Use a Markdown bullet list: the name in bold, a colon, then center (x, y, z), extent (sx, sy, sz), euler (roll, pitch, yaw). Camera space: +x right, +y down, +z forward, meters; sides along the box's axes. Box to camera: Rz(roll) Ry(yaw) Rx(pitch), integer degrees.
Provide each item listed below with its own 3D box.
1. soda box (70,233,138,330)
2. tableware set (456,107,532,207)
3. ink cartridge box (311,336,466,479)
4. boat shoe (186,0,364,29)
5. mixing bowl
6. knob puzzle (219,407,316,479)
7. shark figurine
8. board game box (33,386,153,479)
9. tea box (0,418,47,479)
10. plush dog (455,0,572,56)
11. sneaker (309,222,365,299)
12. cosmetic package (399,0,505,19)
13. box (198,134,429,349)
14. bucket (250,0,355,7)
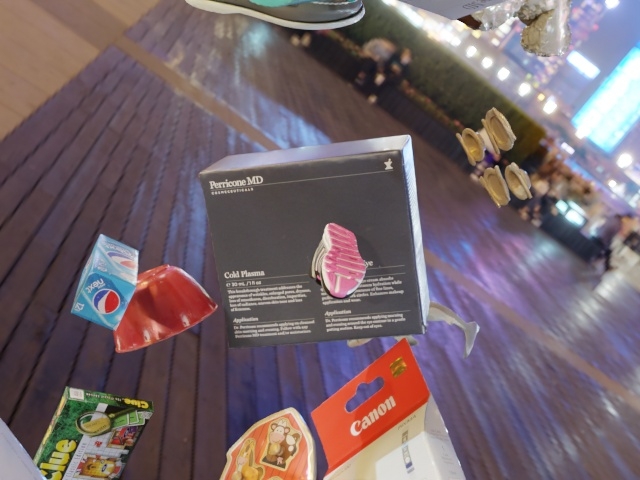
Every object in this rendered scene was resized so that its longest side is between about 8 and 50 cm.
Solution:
- **soda box**: center (-0.307, 0.056, 1.290), extent (0.067, 0.071, 0.210), euler (25, 7, -16)
- **tableware set**: center (0.264, -0.120, 1.350), extent (0.141, 0.020, 0.169), euler (63, -15, 0)
- **ink cartridge box**: center (0.102, 0.416, 1.718), extent (0.091, 0.308, 0.385), euler (19, 38, -41)
- **boat shoe**: center (-0.076, -0.418, 1.462), extent (0.305, 0.091, 0.109), euler (10, 44, 5)
- **mixing bowl**: center (-0.270, 0.101, 1.470), extent (0.181, 0.181, 0.098), euler (-58, 127, -75)
- **knob puzzle**: center (-0.084, 0.348, 1.394), extent (0.030, 0.213, 0.213), euler (41, 9, -40)
- **shark figurine**: center (0.197, 0.141, 1.825), extent (0.278, 0.166, 0.116), euler (2, 34, -1)
- **board game box**: center (-0.368, 0.336, 1.383), extent (0.136, 0.259, 0.030), euler (16, 29, -25)
- **tea box**: center (-0.493, 0.412, 0.992), extent (0.220, 0.329, 0.323), euler (56, 19, -3)
- **plush dog**: center (0.335, -0.468, 1.563), extent (0.262, 0.210, 0.225), euler (11, 30, -31)
- **sneaker**: center (0.020, 0.045, 1.272), extent (0.063, 0.075, 0.170), euler (17, 27, -12)
- **cosmetic package**: center (0.030, -0.352, 0.863), extent (0.365, 0.155, 0.197), euler (15, -1, -17)
- **box**: center (0.000, 0.000, 1.537), extent (0.343, 0.312, 0.179), euler (-5, 14, 11)
- **bucket**: center (-0.021, -0.459, 1.236), extent (0.281, 0.281, 0.183), euler (43, 46, 17)
